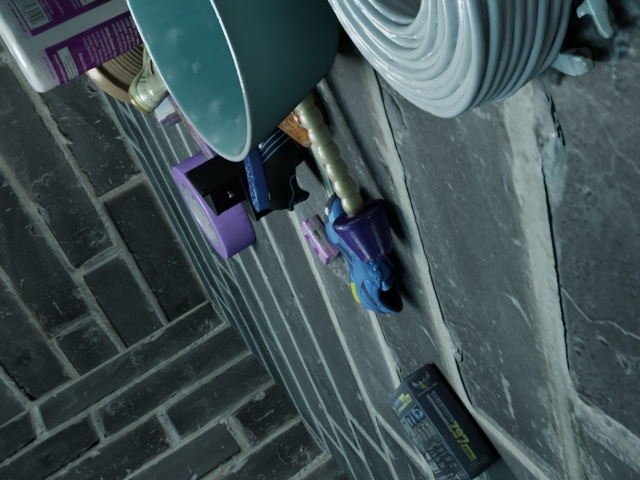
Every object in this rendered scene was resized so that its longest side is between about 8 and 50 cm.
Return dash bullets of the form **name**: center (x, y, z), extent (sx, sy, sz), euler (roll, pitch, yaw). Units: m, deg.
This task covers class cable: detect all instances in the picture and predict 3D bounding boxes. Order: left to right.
- **cable**: center (0.070, -0.213, 0.577), extent (0.257, 0.089, 0.257), euler (62, 166, -13)

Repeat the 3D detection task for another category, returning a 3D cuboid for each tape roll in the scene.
- **tape roll**: center (-0.276, -0.090, 2.044), extent (0.275, 0.090, 0.275), euler (53, 164, 22)

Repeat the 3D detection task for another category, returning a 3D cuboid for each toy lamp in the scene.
- **toy lamp**: center (0.019, -0.099, 1.032), extent (0.275, 0.080, 0.080), euler (65, 165, -14)

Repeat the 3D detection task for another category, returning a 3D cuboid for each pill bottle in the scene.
- **pill bottle**: center (-0.392, -0.393, 1.359), extent (0.169, 0.301, 0.169), euler (53, 164, 22)

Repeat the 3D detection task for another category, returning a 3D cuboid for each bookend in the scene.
- **bookend**: center (-0.146, -0.089, 1.450), extent (0.072, 0.157, 0.156), euler (48, 162, 38)

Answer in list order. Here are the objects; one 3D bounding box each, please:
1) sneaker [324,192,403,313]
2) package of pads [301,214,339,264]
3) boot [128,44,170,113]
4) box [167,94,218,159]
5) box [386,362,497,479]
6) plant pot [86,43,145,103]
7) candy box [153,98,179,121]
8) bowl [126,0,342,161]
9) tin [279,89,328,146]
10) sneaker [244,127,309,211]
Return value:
- **sneaker**: center (0.071, 0.020, 1.136), extent (0.082, 0.069, 0.209), euler (19, 140, 47)
- **package of pads**: center (0.000, 0.000, 1.390), extent (0.083, 0.032, 0.050), euler (55, 164, 14)
- **boot**: center (-0.236, -0.326, 1.366), extent (0.077, 0.165, 0.213), euler (43, -141, -32)
- **box**: center (-0.212, -0.200, 1.561), extent (0.201, 0.057, 0.293), euler (50, 173, 31)
- **box**: center (0.194, 0.313, 1.319), extent (0.183, 0.059, 0.233), euler (54, 166, 16)
- **plant pot**: center (-0.361, -0.395, 1.547), extent (0.109, 0.237, 0.237), euler (-28, 95, 36)
- **candy box**: center (-0.361, -0.356, 1.740), extent (0.196, 0.070, 0.165), euler (60, -179, -4)
- **bowl**: center (-0.089, -0.258, 0.857), extent (0.312, 0.163, 0.312), euler (52, 160, 28)
- **tin**: center (-0.050, -0.203, 1.130), extent (0.189, 0.040, 0.106), euler (43, 163, 47)
- **sneaker**: center (-0.078, -0.162, 1.250), extent (0.081, 0.090, 0.232), euler (159, 101, -77)
